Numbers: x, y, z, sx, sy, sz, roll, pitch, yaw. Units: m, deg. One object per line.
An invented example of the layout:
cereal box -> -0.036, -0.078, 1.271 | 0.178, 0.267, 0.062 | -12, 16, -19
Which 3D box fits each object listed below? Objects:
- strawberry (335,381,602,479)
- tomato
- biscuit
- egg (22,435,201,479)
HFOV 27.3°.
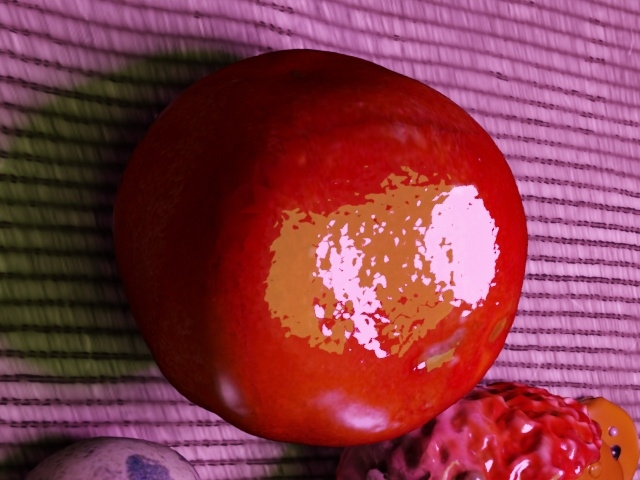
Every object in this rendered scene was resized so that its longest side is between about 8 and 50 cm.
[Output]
strawberry -> 0.140, 0.210, 1.280 | 0.149, 0.265, 0.336 | 54, 34, 12
tomato -> 0.000, 0.000, 1.079 | 0.325, 0.293, 0.289 | -11, 116, -16
biscuit -> 0.303, 0.265, 1.478 | 0.170, 0.050, 0.170 | -7, 102, -33
egg -> -0.175, 0.230, 1.087 | 0.182, 0.141, 0.141 | -20, 109, -40
